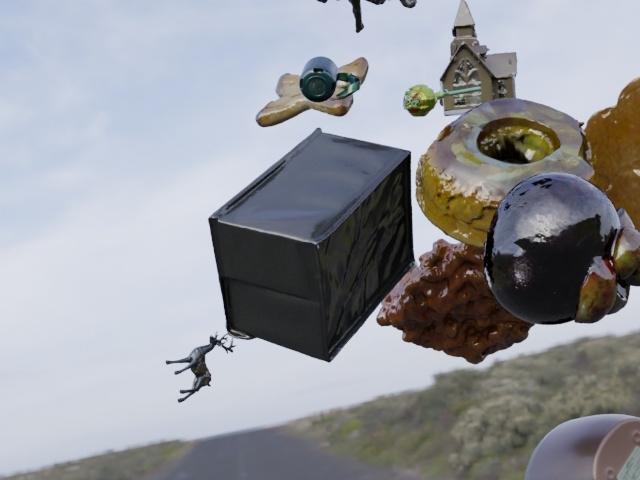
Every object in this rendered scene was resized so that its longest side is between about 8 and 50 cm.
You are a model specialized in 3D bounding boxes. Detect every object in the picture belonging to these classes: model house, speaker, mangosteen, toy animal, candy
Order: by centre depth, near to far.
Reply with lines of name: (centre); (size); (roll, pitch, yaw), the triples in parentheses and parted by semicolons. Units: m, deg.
mangosteen: (0.343, 0.022, 1.381); (0.250, 0.211, 0.211); (20, -1, 18)
speaker: (0.014, -0.250, 1.646); (0.094, 0.075, 0.060); (26, -61, -7)
candy: (0.228, -0.265, 1.888); (0.193, 0.058, 0.062); (-16, 22, -38)
toy animal: (0.090, -0.509, 2.048); (0.232, 0.085, 0.148); (-17, -46, 42)
model house: (0.339, -0.406, 2.253); (0.176, 0.248, 0.181); (-4, 3, 8)

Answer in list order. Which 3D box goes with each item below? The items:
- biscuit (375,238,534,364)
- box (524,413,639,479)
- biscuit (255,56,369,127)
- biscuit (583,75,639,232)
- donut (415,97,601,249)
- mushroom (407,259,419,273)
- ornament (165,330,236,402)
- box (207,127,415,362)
biscuit: (0.312, 0.122, 2.126); (0.312, 0.111, 0.318); (18, -44, -21)
box: (0.588, 0.492, 2.045); (0.300, 0.301, 0.216); (-7, -15, -24)
biscuit: (-0.014, -0.286, 2.019); (0.207, 0.164, 0.047); (-4, -46, 32)
biscuit: (0.593, -0.123, 1.899); (0.269, 0.376, 0.051); (30, 21, 31)
donut: (0.327, -0.121, 1.756); (0.330, 0.330, 0.160); (-8, -42, -18)
mushroom: (0.161, 0.057, 2.315); (0.116, 0.093, 0.225); (-32, -36, -7)
ornament: (-0.173, 0.185, 1.553); (0.028, 0.073, 0.125); (2, 25, 44)
box: (-0.001, 0.000, 1.777); (0.204, 0.251, 0.345); (16, 40, 27)
